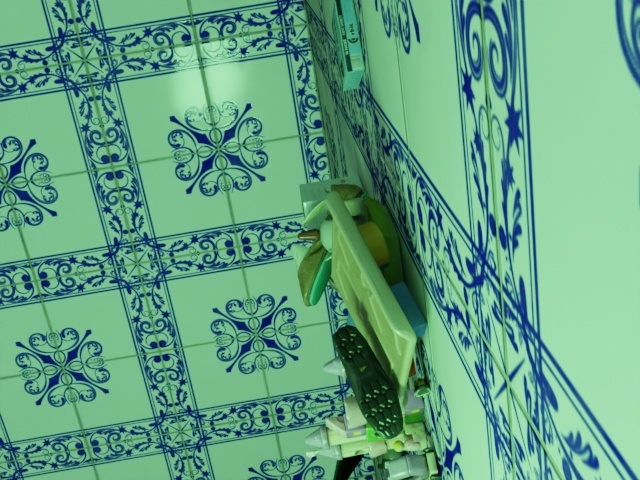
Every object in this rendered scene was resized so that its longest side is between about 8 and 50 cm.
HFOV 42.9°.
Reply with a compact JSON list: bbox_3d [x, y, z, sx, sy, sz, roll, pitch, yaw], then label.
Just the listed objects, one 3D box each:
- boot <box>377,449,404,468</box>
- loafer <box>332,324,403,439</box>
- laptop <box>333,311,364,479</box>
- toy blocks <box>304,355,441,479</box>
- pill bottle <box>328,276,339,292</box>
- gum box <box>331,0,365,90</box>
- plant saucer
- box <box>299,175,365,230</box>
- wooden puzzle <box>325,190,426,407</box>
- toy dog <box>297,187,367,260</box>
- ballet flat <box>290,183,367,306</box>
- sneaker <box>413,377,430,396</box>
[{"bbox_3d":[0.209,0.574,2.336,0.246,0.084,0.161,84,-172,-74],"label":"boot"},{"bbox_3d":[0.092,0.260,1.504,0.223,0.076,0.078,63,-176,19],"label":"loafer"},{"bbox_3d":[0.063,0.434,2.284,0.408,0.236,0.382,-49,-22,-33],"label":"laptop"},{"bbox_3d":[0.091,0.417,1.748,0.288,0.260,0.308,83,177,-57],"label":"toy blocks"},{"bbox_3d":[0.082,0.072,2.381,0.229,0.131,0.131,85,175,-72],"label":"pill bottle"},{"bbox_3d":[0.058,-0.421,1.759,0.184,0.041,0.156,133,127,-87],"label":"gum box"},{"bbox_3d":[0.134,0.023,1.671,0.188,0.045,0.188,-103,4,-61],"label":"plant saucer"},{"bbox_3d":[0.036,-0.102,2.232,0.130,0.171,0.091,-102,4,-64],"label":"box"},{"bbox_3d":[0.109,0.110,1.524,0.347,0.081,0.322,82,165,-58],"label":"wooden puzzle"},{"bbox_3d":[0.041,-0.021,1.893,0.333,0.161,0.220,63,-154,-75],"label":"toy dog"},{"bbox_3d":[0.000,0.000,2.094,0.342,0.124,0.116,-65,-17,-10],"label":"ballet flat"},{"bbox_3d":[0.187,0.275,1.532,0.083,0.031,0.035,85,176,-74],"label":"sneaker"}]
